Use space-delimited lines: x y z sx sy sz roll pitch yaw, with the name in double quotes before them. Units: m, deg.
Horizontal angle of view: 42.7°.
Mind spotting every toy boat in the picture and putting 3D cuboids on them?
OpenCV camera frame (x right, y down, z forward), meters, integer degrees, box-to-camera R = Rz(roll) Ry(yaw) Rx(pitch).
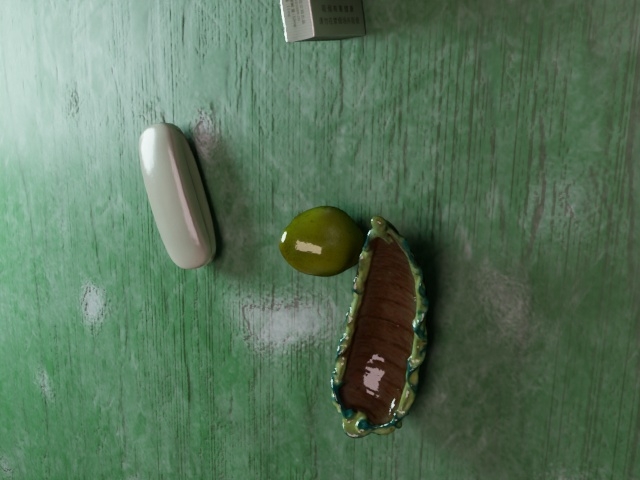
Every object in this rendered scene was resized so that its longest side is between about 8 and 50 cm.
"toy boat" 0.074 0.090 0.925 0.108 0.099 0.292 23 123 29

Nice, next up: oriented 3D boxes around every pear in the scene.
"pear" 0.000 0.000 0.959 0.092 0.097 0.092 -175 90 -66

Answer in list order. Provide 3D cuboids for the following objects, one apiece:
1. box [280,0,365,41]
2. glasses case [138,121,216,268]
"box" -0.003 -0.292 0.876 0.048 0.100 0.152 1 103 34
"glasses case" -0.195 -0.060 1.115 0.081 0.051 0.204 -12 95 38
